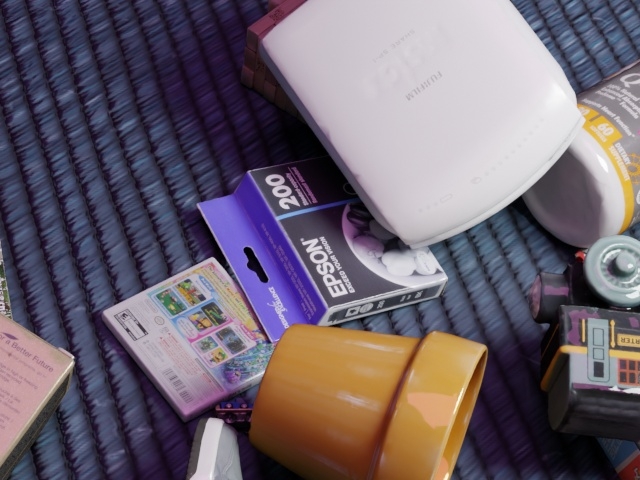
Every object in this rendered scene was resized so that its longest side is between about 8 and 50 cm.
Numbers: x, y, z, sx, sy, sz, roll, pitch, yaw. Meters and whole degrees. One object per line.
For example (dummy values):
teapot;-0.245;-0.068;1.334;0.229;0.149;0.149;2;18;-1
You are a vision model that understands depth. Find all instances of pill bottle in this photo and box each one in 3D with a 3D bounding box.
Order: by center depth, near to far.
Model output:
pill bottle;0.365;-0.118;2.064;0.278;0.162;0.162;-31;61;-28

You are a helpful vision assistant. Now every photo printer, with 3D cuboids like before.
photo printer;0.114;-0.162;1.958;0.256;0.107;0.307;-36;72;8

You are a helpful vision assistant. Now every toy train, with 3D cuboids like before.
toy train;0.371;0.112;1.819;0.334;0.142;0.190;7;62;-5
toy train;-0.034;0.175;1.853;0.158;0.027;0.036;-1;48;-10

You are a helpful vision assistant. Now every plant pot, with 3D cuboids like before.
plant pot;0.040;0.168;1.757;0.188;0.205;0.205;19;51;10

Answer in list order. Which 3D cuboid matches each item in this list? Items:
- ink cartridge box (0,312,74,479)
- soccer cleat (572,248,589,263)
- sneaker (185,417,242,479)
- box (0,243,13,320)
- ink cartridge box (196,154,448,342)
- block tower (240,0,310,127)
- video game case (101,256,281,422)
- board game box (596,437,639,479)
ink cartridge box;-0.385;0.140;1.752;0.235;0.088;0.193;32;63;6
soccer cleat;0.312;0.039;2.015;0.036;0.029;0.083;-21;52;-18
sneaker;-0.037;0.299;1.686;0.179;0.123;0.295;0;59;-2
box;-0.436;0.069;1.868;0.233;0.044;0.159;-7;52;-14
ink cartridge box;0.000;0.000;1.979;0.208;0.045;0.206;-15;55;-25
block tower;0.055;-0.158;2.097;0.335;0.091;0.097;35;54;20
video game case;-0.126;0.101;1.906;0.143;0.019;0.157;-27;59;-27
board game box;0.437;0.158;1.912;0.317;0.064;0.242;-15;55;-19
